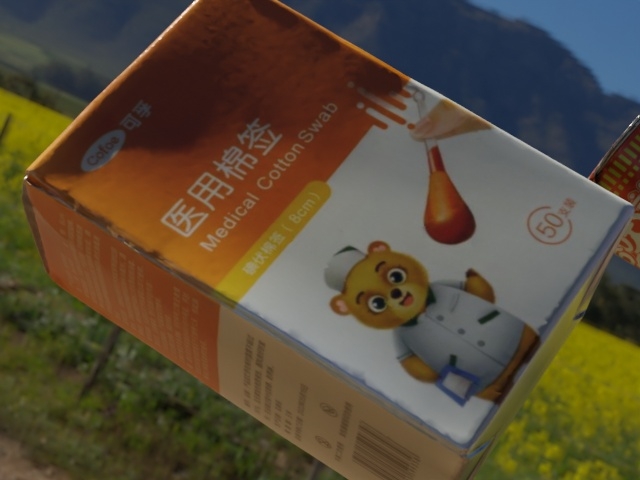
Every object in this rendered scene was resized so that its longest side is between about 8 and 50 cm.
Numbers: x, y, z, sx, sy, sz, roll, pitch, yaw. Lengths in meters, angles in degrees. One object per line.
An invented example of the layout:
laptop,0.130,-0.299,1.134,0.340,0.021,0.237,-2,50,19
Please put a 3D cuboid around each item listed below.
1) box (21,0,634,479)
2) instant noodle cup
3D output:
box,0.000,0.000,0.943,0.341,0.225,0.143,32,-29,13
instant noodle cup,0.387,-0.020,1.436,0.212,0.193,0.193,41,6,16
